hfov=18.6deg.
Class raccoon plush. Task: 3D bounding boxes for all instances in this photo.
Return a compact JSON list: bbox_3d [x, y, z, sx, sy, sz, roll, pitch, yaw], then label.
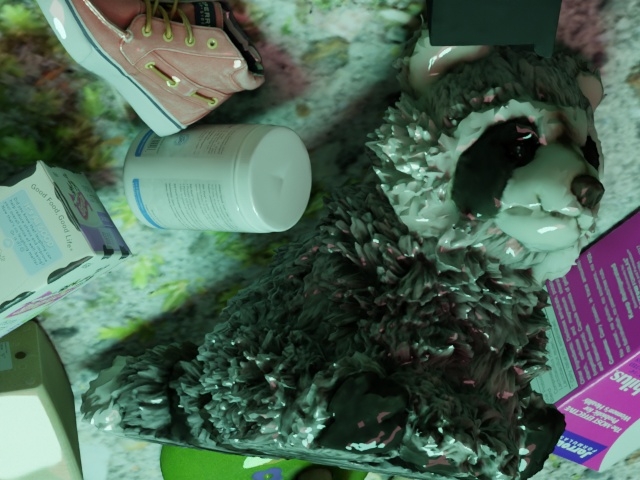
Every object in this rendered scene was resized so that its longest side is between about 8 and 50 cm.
[{"bbox_3d":[0.000,0.000,1.335,0.446,0.299,0.216,3,169,33],"label":"raccoon plush"}]

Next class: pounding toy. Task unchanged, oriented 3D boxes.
[{"bbox_3d":[-0.008,0.209,1.585,0.236,0.110,0.183,5,138,-22],"label":"pounding toy"}]

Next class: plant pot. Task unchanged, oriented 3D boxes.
[{"bbox_3d":[-0.236,0.121,1.422,0.109,0.109,0.096,-9,130,-6],"label":"plant pot"}]

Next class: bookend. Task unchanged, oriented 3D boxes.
[{"bbox_3d":[0.066,-0.180,1.155,0.156,0.072,0.157,-2,150,0],"label":"bookend"}]

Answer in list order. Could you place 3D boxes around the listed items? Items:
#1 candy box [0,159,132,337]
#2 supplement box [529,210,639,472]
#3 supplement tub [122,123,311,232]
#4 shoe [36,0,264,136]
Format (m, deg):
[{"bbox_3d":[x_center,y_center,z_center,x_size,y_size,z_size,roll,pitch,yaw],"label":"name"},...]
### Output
[{"bbox_3d":[-0.228,0.031,1.236,0.196,0.070,0.165,-31,178,2],"label":"candy box"},{"bbox_3d":[0.245,0.067,1.482,0.111,0.114,0.220,23,131,-38],"label":"supplement box"},{"bbox_3d":[-0.068,-0.041,1.258,0.107,0.071,0.071,4,153,35],"label":"supplement tub"},{"bbox_3d":[-0.101,-0.131,1.179,0.081,0.063,0.178,-25,146,13],"label":"shoe"}]
